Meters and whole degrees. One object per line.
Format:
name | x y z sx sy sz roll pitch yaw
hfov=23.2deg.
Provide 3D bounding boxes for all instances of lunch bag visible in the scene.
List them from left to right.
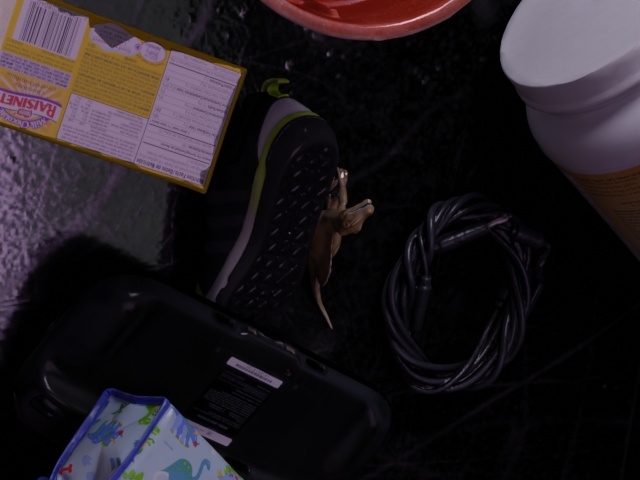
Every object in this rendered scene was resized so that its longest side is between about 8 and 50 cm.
lunch bag | -0.144 0.210 1.179 0.129 0.096 0.151 50 57 -33

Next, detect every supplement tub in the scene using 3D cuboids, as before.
supplement tub | 0.324 -0.104 1.371 0.228 0.228 0.316 -50 120 -9

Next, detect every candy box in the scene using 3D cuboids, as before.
candy box | -0.167 -0.117 1.198 0.206 0.027 0.105 19 94 -22

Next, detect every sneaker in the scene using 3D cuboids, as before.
sneaker | -0.057 -0.024 1.273 0.084 0.097 0.235 -5 130 -45

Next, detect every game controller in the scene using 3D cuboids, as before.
game controller | -0.090 0.137 1.283 0.319 0.067 0.166 29 103 -31

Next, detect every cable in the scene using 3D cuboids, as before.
cable | 0.126 0.052 1.406 0.150 0.047 0.184 32 86 -31

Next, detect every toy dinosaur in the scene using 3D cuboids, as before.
toy dinosaur | 0.000 0.000 1.306 0.053 0.183 0.093 1 60 -12

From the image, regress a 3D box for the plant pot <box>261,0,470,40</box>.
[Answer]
plant pot | -0.026 -0.291 1.112 0.272 0.265 0.272 -7 105 -28
